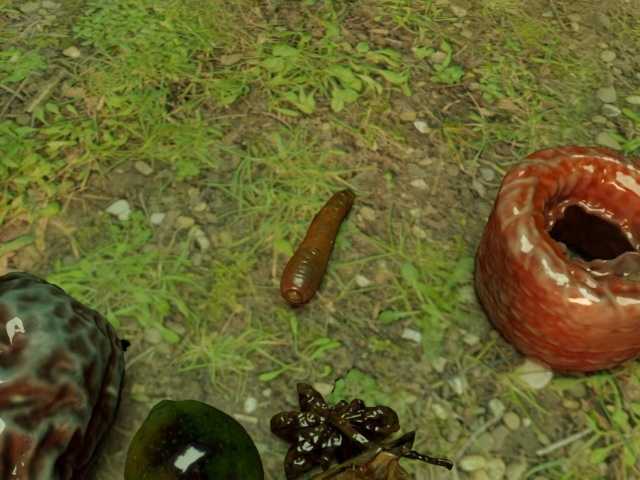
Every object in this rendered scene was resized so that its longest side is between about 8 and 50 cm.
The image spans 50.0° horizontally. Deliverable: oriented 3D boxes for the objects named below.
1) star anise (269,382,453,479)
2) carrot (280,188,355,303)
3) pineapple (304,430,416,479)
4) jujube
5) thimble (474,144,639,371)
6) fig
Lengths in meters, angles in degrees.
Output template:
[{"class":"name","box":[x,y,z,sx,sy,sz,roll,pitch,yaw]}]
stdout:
[{"class":"star anise","box":[0.036,0.195,0.670,0.190,0.070,0.097,10,41,19]},{"class":"carrot","box":[0.000,0.000,0.839,0.047,0.047,0.191,17,48,10]},{"class":"pineapple","box":[0.010,0.307,0.452,0.262,0.262,0.272,-23,75,-19]},{"class":"jujube","box":[-0.308,0.173,0.592,0.225,0.226,0.317,23,50,14]},{"class":"thimble","box":[0.293,0.018,0.764,0.239,0.162,0.239,1,52,-2]},{"class":"fig","box":[-0.127,0.208,0.647,0.123,0.123,0.156,-27,22,-21]}]
